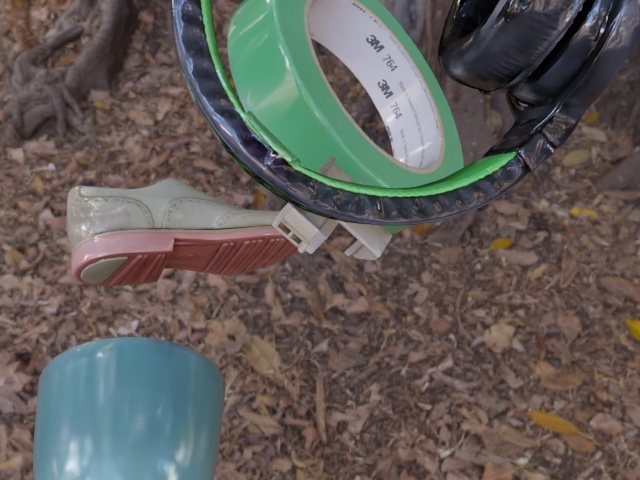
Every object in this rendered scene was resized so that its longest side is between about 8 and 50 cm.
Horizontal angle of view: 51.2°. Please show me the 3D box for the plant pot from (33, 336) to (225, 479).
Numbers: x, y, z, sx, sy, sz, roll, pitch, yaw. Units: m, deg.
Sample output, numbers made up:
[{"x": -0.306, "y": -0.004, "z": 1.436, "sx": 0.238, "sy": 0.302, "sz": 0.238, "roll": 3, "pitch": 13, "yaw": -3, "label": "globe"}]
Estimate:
[{"x": -0.289, "y": 0.325, "z": 1.001, "sx": 0.293, "sy": 0.293, "sz": 0.235, "roll": -2, "pitch": 46, "yaw": -6, "label": "plant pot"}]

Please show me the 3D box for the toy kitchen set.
[{"x": 0.000, "y": 0.000, "z": 0.468, "sx": 0.068, "sy": 0.075, "sz": 0.083, "roll": 41, "pitch": 35, "yaw": -3, "label": "toy kitchen set"}]

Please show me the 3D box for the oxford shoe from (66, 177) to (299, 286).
[{"x": -0.168, "y": -0.032, "z": 0.984, "sx": 0.397, "sy": 0.140, "sz": 0.146, "roll": -2, "pitch": 63, "yaw": -38, "label": "oxford shoe"}]

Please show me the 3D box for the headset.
[{"x": 0.095, "y": -0.184, "z": 0.364, "sx": 0.394, "sy": 0.243, "sz": 0.185, "roll": -48, "pitch": 10, "yaw": -6, "label": "headset"}]

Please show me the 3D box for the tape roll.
[{"x": 0.041, "y": -0.165, "z": 0.768, "sx": 0.077, "sy": 0.321, "sz": 0.321, "roll": -31, "pitch": 18, "yaw": 35, "label": "tape roll"}]
